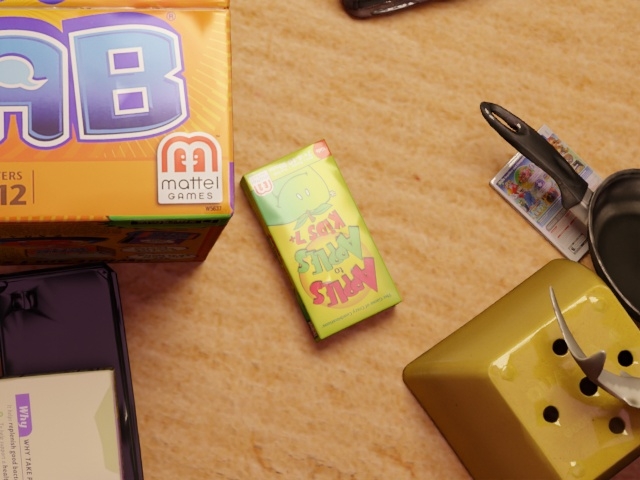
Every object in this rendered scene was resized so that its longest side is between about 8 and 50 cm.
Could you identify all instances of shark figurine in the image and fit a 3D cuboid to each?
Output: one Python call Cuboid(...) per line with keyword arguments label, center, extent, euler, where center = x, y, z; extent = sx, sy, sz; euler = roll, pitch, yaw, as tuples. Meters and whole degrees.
Cuboid(label="shark figurine", center=(0.342, 0.113, 1.685), extent=(0.278, 0.166, 0.116), euler=(2, 48, 1))

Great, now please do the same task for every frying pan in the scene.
Cuboid(label="frying pan", center=(0.288, -0.001, 1.834), extent=(0.326, 0.053, 0.197), euler=(18, 52, -21))

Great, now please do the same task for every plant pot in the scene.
Cuboid(label="plant pot", center=(0.235, 0.148, 1.789), extent=(0.212, 0.187, 0.212), euler=(-35, 88, -10))

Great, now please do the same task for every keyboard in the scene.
Cuboid(label="keyboard", center=(-0.277, 0.187, 1.785), extent=(0.201, 0.033, 0.317), euler=(-7, 88, -6))

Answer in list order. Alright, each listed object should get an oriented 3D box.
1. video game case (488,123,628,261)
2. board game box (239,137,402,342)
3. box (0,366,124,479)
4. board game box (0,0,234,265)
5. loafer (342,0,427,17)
Cuboid(label="video game case", center=(0.246, -0.048, 1.907), extent=(0.122, 0.011, 0.087), euler=(44, 80, 0))
Cuboid(label="board game box", center=(0.000, 0.000, 1.852), extent=(0.092, 0.043, 0.181), euler=(-25, 86, -10))
Cuboid(label="box", center=(-0.302, 0.233, 1.707), extent=(0.243, 0.117, 0.214), euler=(-6, 88, -5))
Cuboid(label="board game box", center=(-0.272, -0.170, 1.680), extent=(0.356, 0.356, 0.356), euler=(-1, 83, -8))
Cuboid(label="loafer", center=(0.154, -0.307, 1.904), extent=(0.302, 0.095, 0.109), euler=(-16, 54, -14))
